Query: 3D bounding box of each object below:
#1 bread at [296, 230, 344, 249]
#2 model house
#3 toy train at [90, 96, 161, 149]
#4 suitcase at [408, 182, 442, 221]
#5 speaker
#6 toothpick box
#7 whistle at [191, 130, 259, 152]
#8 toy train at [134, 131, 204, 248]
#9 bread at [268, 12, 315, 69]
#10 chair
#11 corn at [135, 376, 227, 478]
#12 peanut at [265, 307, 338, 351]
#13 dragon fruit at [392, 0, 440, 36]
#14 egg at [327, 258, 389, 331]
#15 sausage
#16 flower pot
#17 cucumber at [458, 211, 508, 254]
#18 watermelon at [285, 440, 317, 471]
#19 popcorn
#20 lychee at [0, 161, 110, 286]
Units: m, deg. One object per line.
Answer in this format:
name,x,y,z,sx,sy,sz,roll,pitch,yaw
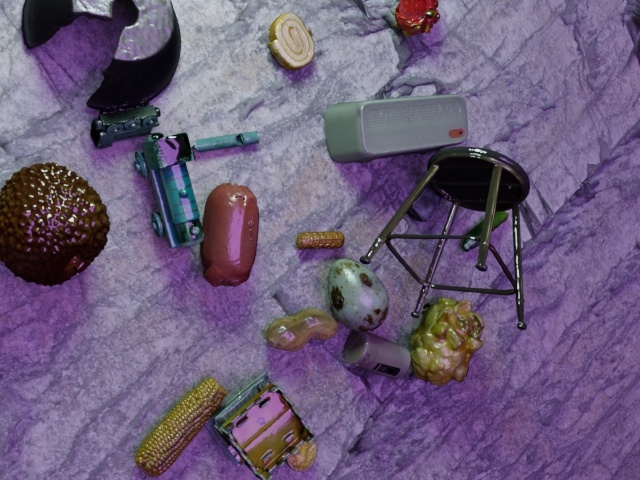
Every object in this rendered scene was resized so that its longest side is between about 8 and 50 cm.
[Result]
bread,0.000,0.000,1.938,0.157,0.044,0.052,-3,98,-28
model house,-0.163,0.494,1.787,0.224,0.215,0.199,-39,107,-21
toy train,-0.478,-0.287,1.633,0.170,0.111,0.071,-20,75,-33
suitcase,0.328,-0.125,2.097,0.086,0.059,0.126,42,74,-22
speaker,0.232,-0.336,1.961,0.405,0.184,0.184,-11,98,-27
toothpick box,0.172,0.347,2.017,0.180,0.111,0.111,25,82,-29
whistle,-0.255,-0.266,1.788,0.186,0.039,0.039,-13,99,-27
toy train,-0.365,-0.123,1.651,0.120,0.194,0.299,-19,103,-27
bread,-0.082,-0.548,1.841,0.122,0.073,0.149,-42,111,-17
chair,0.403,-0.024,1.886,0.362,0.364,0.410,45,57,-44
corn,-0.371,0.492,1.741,0.310,0.101,0.101,-49,113,-15
peanut,-0.049,0.254,1.902,0.229,0.098,0.103,-14,141,-26
dragon fruit,0.302,-0.692,2.012,0.207,0.133,0.150,-39,152,-49
egg,0.105,0.158,1.937,0.169,0.169,0.231,-31,99,-23
sausage,-0.240,-0.012,1.751,0.152,0.152,0.280,7,90,-28
flower pot,-0.472,-0.510,1.540,0.379,0.251,0.380,-1,92,-27
cucumber,0.543,-0.032,2.221,0.250,0.056,0.056,-39,110,-23
watermelon,-0.063,0.616,1.935,0.105,0.062,0.106,1,88,-34
popcorn,0.394,0.312,2.075,0.215,0.252,0.287,20,60,13
lychee,-0.616,-0.042,1.502,0.267,0.267,0.268,-2,94,-28
